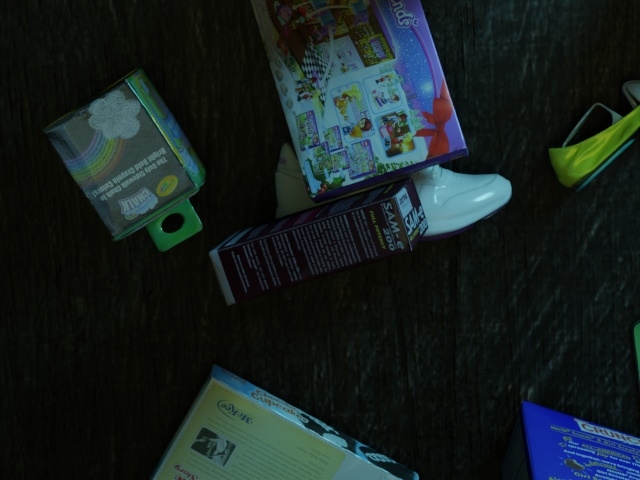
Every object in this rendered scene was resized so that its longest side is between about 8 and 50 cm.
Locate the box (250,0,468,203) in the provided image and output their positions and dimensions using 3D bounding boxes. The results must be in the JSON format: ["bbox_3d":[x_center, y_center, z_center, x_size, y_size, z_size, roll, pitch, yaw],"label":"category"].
[{"bbox_3d":[0.043,-0.214,1.720,0.200,0.057,0.293,-17,82,6],"label":"box"}]

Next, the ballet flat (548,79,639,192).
[{"bbox_3d":[0.387,-0.155,1.768,0.231,0.077,0.077,-37,83,12],"label":"ballet flat"}]

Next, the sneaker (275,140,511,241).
[{"bbox_3d":[0.089,-0.076,1.771,0.305,0.114,0.152,-3,104,3],"label":"sneaker"}]

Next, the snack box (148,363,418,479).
[{"bbox_3d":[-0.051,0.326,1.903,0.322,0.060,0.187,29,103,-5],"label":"snack box"}]

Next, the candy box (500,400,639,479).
[{"bbox_3d":[0.371,0.352,1.762,0.268,0.317,0.122,17,110,-1],"label":"candy box"}]

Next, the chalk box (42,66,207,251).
[{"bbox_3d":[-0.230,-0.091,1.772,0.132,0.132,0.213,-30,102,8],"label":"chalk box"}]

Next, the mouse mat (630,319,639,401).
[{"bbox_3d":[0.501,0.185,1.878,0.152,0.007,0.190,-8,105,4],"label":"mouse mat"}]

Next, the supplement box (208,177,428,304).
[{"bbox_3d":[0.000,0.000,1.689,0.239,0.130,0.073,-17,98,17],"label":"supplement box"}]
